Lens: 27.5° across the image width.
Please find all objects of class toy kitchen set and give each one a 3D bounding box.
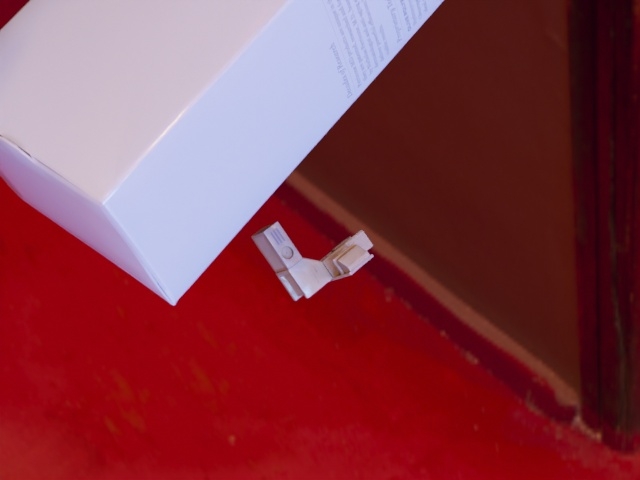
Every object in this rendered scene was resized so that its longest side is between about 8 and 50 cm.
[{"bbox_3d":[0.000,0.000,1.185,0.083,0.068,0.075,-38,98,-24],"label":"toy kitchen set"}]

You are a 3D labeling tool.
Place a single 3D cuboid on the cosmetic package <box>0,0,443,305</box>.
[{"bbox_3d":[-0.081,-0.160,0.995,0.197,0.155,0.365,33,74,30],"label":"cosmetic package"}]
